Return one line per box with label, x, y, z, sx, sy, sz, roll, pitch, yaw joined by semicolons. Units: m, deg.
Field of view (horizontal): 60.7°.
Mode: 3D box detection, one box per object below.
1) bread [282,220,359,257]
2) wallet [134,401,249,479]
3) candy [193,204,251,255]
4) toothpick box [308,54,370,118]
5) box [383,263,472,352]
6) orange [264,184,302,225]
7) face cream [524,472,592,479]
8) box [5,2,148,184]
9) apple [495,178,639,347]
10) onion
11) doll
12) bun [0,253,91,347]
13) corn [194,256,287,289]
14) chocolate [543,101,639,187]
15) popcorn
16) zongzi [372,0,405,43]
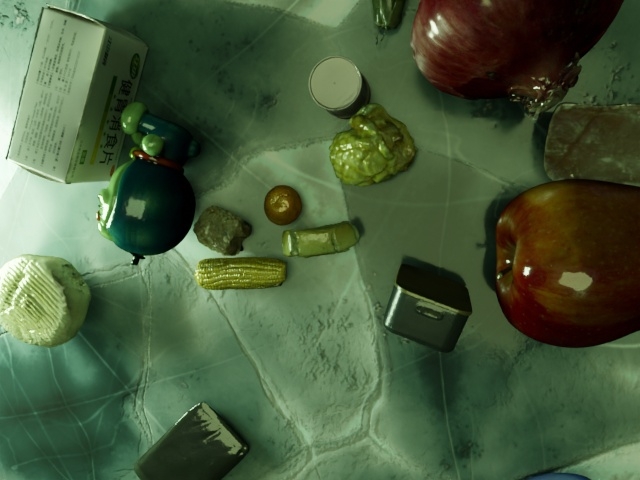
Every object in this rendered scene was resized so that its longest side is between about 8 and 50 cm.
bread;0.000;0.000;1.093;0.156;0.117;0.064;-7;93;12
wallet;-0.293;0.497;1.246;0.245;0.052;0.168;-44;87;8
candy;-0.207;-0.017;1.156;0.110;0.085;0.095;31;93;17
toothpick box;0.040;-0.286;1.036;0.098;0.149;0.098;1;97;11
box;0.199;0.124;1.030;0.144;0.201;0.090;21;104;7
orange;-0.077;-0.072;1.125;0.083;0.070;0.083;-1;85;17
face cream;0.455;0.588;1.009;0.249;0.249;0.225;-23;91;13
box;-0.495;-0.292;1.127;0.145;0.173;0.333;20;100;6
apple;0.449;0.033;0.936;0.317;0.288;0.288;-6;95;1
onion;0.327;-0.333;0.875;0.347;0.347;0.285;-21;79;12
doll;-0.343;-0.108;1.111;0.186;0.198;0.322;13;90;-3
bun;-0.605;0.131;1.218;0.220;0.134;0.220;3;101;13
corn;-0.169;0.070;1.160;0.203;0.072;0.072;-3;96;10
chocolate;0.537;-0.174;0.991;0.254;0.080;0.157;5;112;12
popcorn;0.101;-0.173;1.038;0.173;0.173;0.142;-43;92;12
zongzi;0.103;-0.465;1.066;0.130;0.062;0.154;28;118;27
